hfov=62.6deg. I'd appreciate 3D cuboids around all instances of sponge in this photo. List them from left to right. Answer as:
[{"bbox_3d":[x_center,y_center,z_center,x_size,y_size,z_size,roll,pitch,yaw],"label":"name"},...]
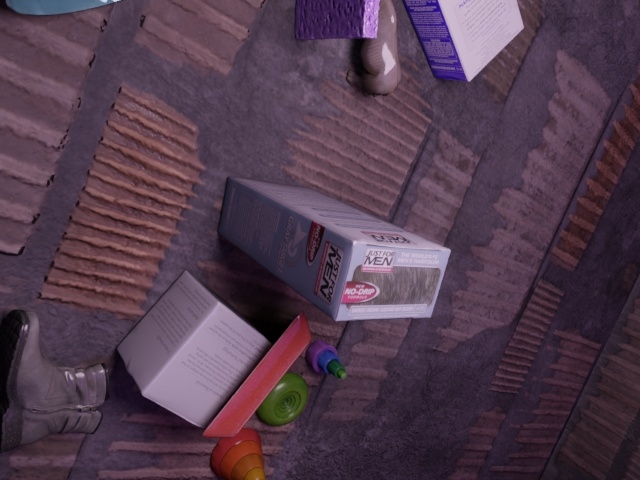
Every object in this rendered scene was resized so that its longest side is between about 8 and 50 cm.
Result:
[{"bbox_3d":[0.023,-0.378,0.826,0.031,0.210,0.117,-7,111,-31],"label":"sponge"}]

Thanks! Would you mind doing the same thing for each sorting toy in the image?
[{"bbox_3d":[-0.070,0.383,1.111,0.366,0.126,0.127,-49,128,-9],"label":"sorting toy"}]

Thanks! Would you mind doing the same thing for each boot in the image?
[{"bbox_3d":[-0.418,0.211,0.836,0.161,0.083,0.247,-2,114,-42],"label":"boot"}]

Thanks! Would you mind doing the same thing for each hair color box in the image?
[{"bbox_3d":[0.000,0.000,0.849,0.185,0.374,0.114,4,105,-36],"label":"hair color box"},{"bbox_3d":[0.255,-0.502,1.011,0.185,0.110,0.339,-45,129,-12],"label":"hair color box"}]

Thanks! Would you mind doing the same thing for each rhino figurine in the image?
[{"bbox_3d":[0.098,-0.376,0.946,0.073,0.106,0.244,-21,119,-29],"label":"rhino figurine"}]

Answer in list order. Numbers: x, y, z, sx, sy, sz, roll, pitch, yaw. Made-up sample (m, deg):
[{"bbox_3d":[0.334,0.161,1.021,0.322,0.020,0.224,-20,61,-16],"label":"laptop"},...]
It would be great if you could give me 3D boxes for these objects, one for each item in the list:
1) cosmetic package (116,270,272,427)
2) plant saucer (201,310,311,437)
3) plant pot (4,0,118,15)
[{"bbox_3d":[-0.218,0.184,0.910,0.184,0.151,0.151,-49,129,-9],"label":"cosmetic package"},{"bbox_3d":[-0.097,0.250,0.980,0.047,0.258,0.259,39,81,6],"label":"plant saucer"},{"bbox_3d":[-0.255,-0.421,0.574,0.292,0.293,0.235,-30,109,-23],"label":"plant pot"}]
